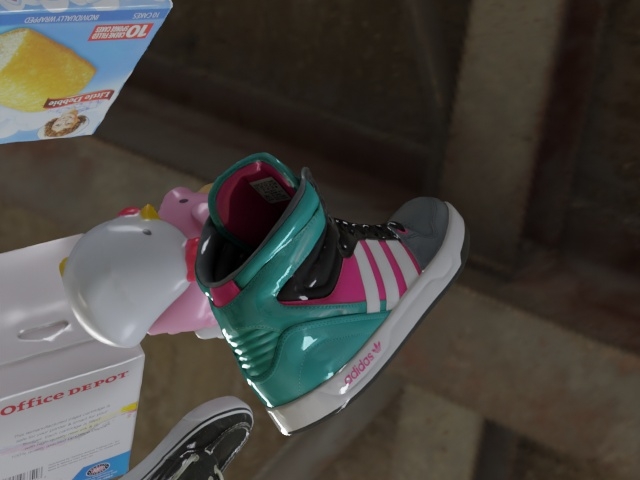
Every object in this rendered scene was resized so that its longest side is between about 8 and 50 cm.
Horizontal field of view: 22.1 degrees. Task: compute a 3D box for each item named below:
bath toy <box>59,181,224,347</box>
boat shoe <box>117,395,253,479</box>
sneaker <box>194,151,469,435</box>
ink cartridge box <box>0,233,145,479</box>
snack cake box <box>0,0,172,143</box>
[{"bbox_3d":[-0.103,0.015,1.506,0.129,0.348,0.151,-23,-98,22],"label":"bath toy"},{"bbox_3d":[-0.124,0.222,1.462,0.070,0.219,0.078,25,-43,30],"label":"boat shoe"},{"bbox_3d":[0.000,0.000,1.280,0.124,0.295,0.178,-25,-75,36],"label":"sneaker"},{"bbox_3d":[-0.295,0.140,1.675,0.168,0.171,0.232,59,-28,30],"label":"ink cartridge box"},{"bbox_3d":[-0.247,-0.131,1.039,0.152,0.264,0.089,-51,-123,46],"label":"snack cake box"}]
